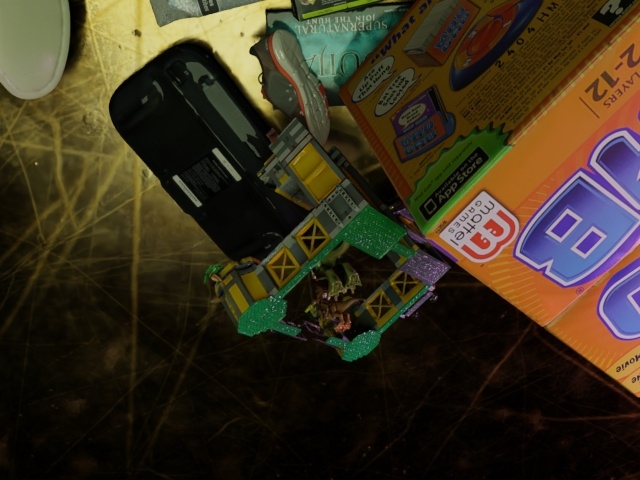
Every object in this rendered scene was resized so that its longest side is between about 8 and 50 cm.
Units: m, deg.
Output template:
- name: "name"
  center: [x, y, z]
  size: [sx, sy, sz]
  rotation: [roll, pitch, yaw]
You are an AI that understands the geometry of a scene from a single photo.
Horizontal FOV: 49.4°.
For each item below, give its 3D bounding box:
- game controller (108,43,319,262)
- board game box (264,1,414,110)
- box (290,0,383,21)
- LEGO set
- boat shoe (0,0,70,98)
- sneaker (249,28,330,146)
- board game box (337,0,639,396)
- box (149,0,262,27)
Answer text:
- name: "game controller"
  center: [-0.134, -0.101, 0.937]
  size: [0.167, 0.067, 0.319]
  rotation: [-27, 115, 25]
- name: "board game box"
  center: [0.026, -0.235, 0.891]
  size: [0.186, 0.026, 0.126]
  rotation: [-4, 116, -2]
- name: "box"
  center: [0.043, -0.364, 0.793]
  size: [0.191, 0.045, 0.184]
  rotation: [-16, 120, -4]
- name: "LEGO set"
  center: [0.000, 0.000, 0.883]
  size: [0.331, 0.192, 0.255]
  rotation: [16, 121, -49]
- name: "boat shoe"
  center: [-0.365, -0.317, 0.790]
  size: [0.109, 0.091, 0.304]
  rotation: [-24, 125, -34]
- name: "sneaker"
  center: [-0.039, -0.186, 0.875]
  size: [0.065, 0.061, 0.157]
  rotation: [-8, 119, 31]
- name: "board game box"
  center: [0.294, -0.131, 0.751]
  size: [0.356, 0.356, 0.356]
  rotation: [34, 110, -28]
- name: "box"
  center: [-0.133, -0.375, 0.734]
  size: [0.142, 0.163, 0.247]
  rotation: [-13, 117, 4]
